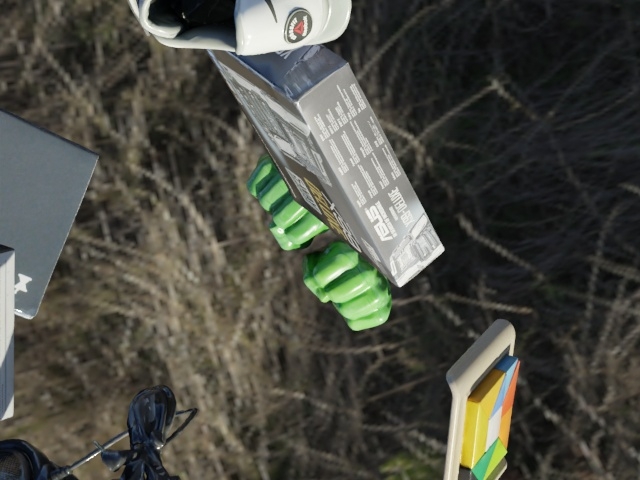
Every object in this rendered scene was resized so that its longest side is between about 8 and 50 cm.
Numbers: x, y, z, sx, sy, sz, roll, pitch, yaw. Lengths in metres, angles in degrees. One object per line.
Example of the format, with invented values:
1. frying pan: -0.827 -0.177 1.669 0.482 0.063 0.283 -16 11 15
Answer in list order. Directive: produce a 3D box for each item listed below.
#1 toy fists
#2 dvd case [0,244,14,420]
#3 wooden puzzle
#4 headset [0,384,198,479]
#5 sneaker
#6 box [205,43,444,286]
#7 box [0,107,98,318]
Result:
1. toy fists: 0.000 0.000 1.940 0.279 0.096 0.142 56 -177 -7
2. dvd case: -0.380 0.111 1.335 0.029 0.239 0.179 12 107 30
3. wooden puzzle: 0.227 0.256 1.985 0.044 0.221 0.238 10 113 26
4. headset: -0.203 0.266 1.181 0.185 0.243 0.394 -97 30 -48
5. sneaker: -0.139 -0.255 1.352 0.330 0.146 0.122 25 129 39
6. box: -0.001 -0.116 1.627 0.242 0.076 0.307 42 167 46
7. box: -0.500 -0.071 1.694 0.395 0.293 0.212 9 75 56
